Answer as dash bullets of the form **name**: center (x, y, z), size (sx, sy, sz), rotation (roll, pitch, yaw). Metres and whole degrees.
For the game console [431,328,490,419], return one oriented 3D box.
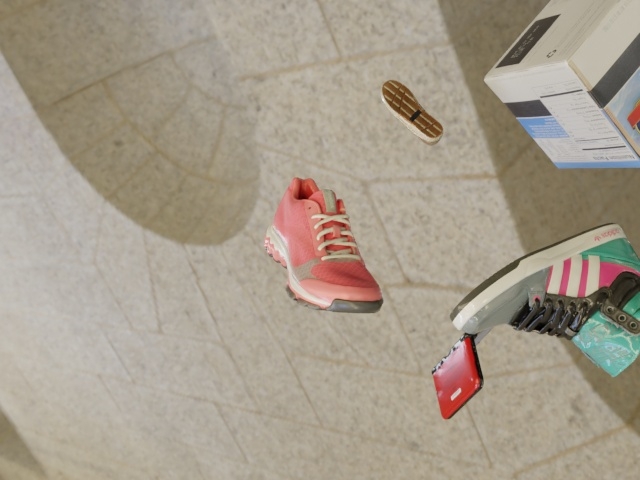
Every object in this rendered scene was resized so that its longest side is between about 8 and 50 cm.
- **game console**: center (0.232, 0.188, 1.339), size (0.085, 0.144, 0.124), rotation (1, -122, -16)

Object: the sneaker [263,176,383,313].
- **sneaker**: center (-0.001, 0.000, 1.294), size (0.115, 0.136, 0.314), rotation (3, -158, -26)

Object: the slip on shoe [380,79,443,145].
- **slip on shoe**: center (0.152, -0.213, 1.497), size (0.051, 0.135, 0.041), rotation (-44, 168, -13)

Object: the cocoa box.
- **cocoa box**: center (0.494, -0.313, 1.462), size (0.347, 0.228, 0.231), rotation (-49, -161, -12)

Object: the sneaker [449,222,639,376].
- **sneaker**: center (0.327, 0.104, 1.166), size (0.295, 0.178, 0.124), rotation (-21, 157, -23)
